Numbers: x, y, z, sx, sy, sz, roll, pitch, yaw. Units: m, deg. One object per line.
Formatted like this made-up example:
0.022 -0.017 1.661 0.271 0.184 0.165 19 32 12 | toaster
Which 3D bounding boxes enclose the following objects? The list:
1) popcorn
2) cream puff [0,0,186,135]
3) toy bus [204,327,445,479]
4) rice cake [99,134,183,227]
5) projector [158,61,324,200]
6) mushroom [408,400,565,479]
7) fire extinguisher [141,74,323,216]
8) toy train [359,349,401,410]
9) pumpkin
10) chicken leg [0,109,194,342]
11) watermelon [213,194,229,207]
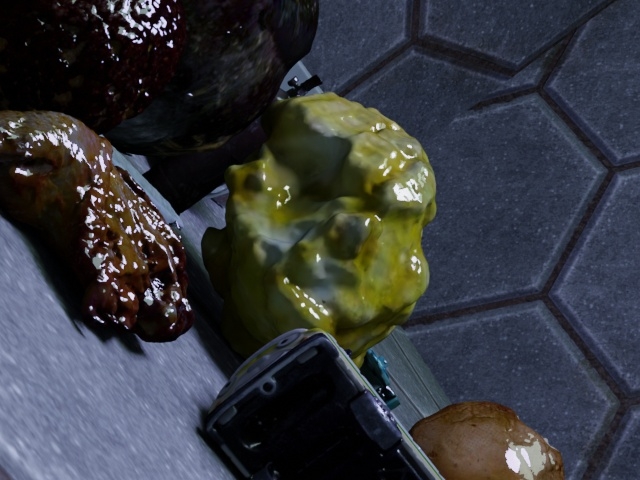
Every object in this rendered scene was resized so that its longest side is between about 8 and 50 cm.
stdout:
0.011 0.002 1.577 0.293 0.334 0.292 9 -24 32 | popcorn
-0.241 -0.185 1.221 0.239 0.165 0.239 12 24 -5 | cream puff
0.029 0.221 1.273 0.305 0.143 0.179 52 2 -14 | toy bus
-0.223 -0.066 1.357 0.069 0.063 0.206 50 0 41 | rice cake
-0.118 -0.167 1.978 0.198 0.250 0.108 -122 -160 -51 | projector
0.185 0.371 1.822 0.208 0.302 0.233 -9 55 -35 | mushroom
-0.108 -0.125 1.689 0.072 0.267 0.089 53 6 -7 | fire extinguisher
0.031 0.178 1.905 0.198 0.107 0.154 56 -3 21 | toy train
-0.209 -0.310 1.541 0.454 0.344 0.454 56 13 -20 | pumpkin
-0.209 -0.019 1.106 0.322 0.083 0.177 54 18 -28 | chicken leg
-0.188 -0.161 2.168 0.213 0.201 0.262 53 -39 12 | watermelon
